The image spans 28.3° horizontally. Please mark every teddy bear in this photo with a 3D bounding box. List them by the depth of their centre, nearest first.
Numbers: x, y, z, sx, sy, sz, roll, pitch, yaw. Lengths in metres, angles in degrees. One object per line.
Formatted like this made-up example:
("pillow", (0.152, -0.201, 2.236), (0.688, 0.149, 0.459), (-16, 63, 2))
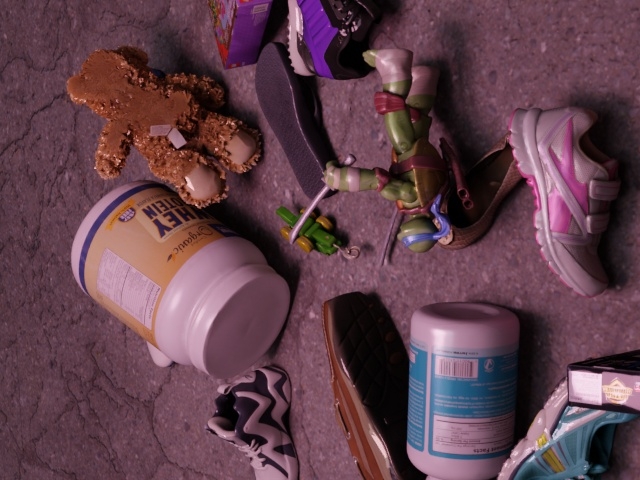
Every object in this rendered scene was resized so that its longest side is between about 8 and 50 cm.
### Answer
("teddy bear", (-0.257, -0.184, 2.086), (0.338, 0.113, 0.245), (20, 73, 11))

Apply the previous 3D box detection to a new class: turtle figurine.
("turtle figurine", (0.075, -0.111, 1.735), (0.274, 0.197, 0.266), (-15, 70, 62))

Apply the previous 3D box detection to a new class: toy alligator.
("toy alligator", (0.000, 0.000, 1.958), (0.189, 0.056, 0.051), (31, 159, 39))

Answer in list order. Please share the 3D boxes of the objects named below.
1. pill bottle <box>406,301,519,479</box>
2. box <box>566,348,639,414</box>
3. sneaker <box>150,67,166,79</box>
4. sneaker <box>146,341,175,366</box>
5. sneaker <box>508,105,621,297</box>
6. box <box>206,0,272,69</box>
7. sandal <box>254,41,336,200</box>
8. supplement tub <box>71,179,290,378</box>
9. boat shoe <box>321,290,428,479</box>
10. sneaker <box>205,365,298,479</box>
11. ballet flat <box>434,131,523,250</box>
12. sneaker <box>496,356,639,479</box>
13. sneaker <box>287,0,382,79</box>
("pill bottle", (0.190, 0.223, 1.709), (0.146, 0.146, 0.264), (12, 105, 46))
("box", (0.407, 0.153, 1.406), (0.175, 0.220, 0.051), (1, 94, 47))
("sneaker", (-0.281, -0.219, 2.202), (0.221, 0.087, 0.083), (44, 126, 35))
("sneaker", (-0.310, 0.114, 2.286), (0.085, 0.086, 0.237), (-12, 88, 46))
("sneaker", (0.318, -0.053, 1.560), (0.111, 0.103, 0.252), (-15, 99, 24))
("box", (-0.136, -0.401, 1.933), (0.293, 0.057, 0.201), (127, 130, -77))
("sandal", (-0.033, -0.185, 1.972), (0.097, 0.054, 0.254), (-21, 90, 54))
("supplement tub", (-0.226, 0.063, 2.065), (0.316, 0.228, 0.228), (33, 119, 30))
("boat shoe", (0.066, 0.240, 1.869), (0.120, 0.122, 0.324), (-34, 70, 48))
("sneaker", (-0.121, 0.329, 2.059), (0.094, 0.153, 0.235), (12, 104, 48))
("ballet flat", (0.219, -0.072, 1.698), (0.250, 0.058, 0.084), (-47, 61, 40))
("sneaker", (0.310, 0.279, 1.624), (0.110, 0.107, 0.275), (41, 125, 25))
("sneaker", (0.021, -0.353, 1.803), (0.146, 0.102, 0.293), (22, 141, 34))
